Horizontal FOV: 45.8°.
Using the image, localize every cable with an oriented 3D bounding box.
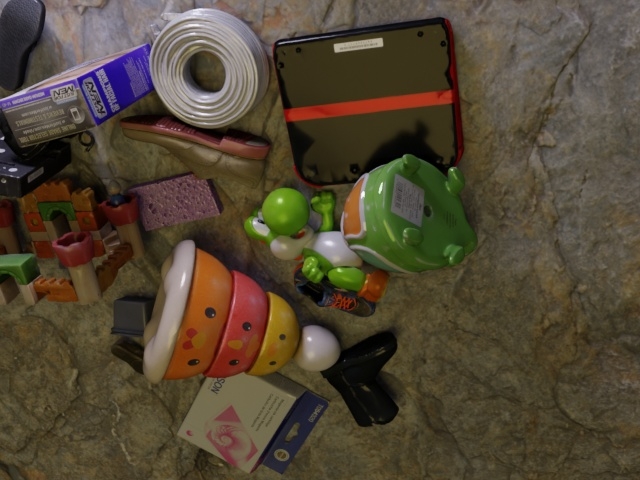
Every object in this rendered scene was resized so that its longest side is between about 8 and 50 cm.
[{"bbox_3d":[-0.243,-0.372,1.649,0.257,0.089,0.257,-4,115,14],"label":"cable"}]

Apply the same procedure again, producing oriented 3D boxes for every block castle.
[{"bbox_3d":[-0.672,-0.006,1.797,0.454,0.303,0.212,-1,116,19],"label":"block castle"}]

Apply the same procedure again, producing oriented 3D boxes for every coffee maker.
[{"bbox_3d":[-0.624,-0.260,1.738,0.171,0.178,0.120,32,119,-4],"label":"coffee maker"}]

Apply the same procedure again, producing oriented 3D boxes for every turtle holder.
[{"bbox_3d":[0.190,-0.046,1.619,0.227,0.320,0.243,-19,83,47],"label":"turtle holder"}]

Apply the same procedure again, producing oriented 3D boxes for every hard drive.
[{"bbox_3d":[-0.798,-0.193,1.777,0.339,0.237,0.064,11,118,6],"label":"hard drive"}]

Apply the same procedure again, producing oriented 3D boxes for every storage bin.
[{"bbox_3d":[-0.478,0.196,1.986,0.135,0.098,0.091,3,100,28],"label":"storage bin"}]

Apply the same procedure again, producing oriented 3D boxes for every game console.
[{"bbox_3d":[0.105,-0.288,1.642,0.387,0.060,0.341,-4,112,14],"label":"game console"}]

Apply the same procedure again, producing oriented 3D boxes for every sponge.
[{"bbox_3d":[-0.352,-0.098,1.843,0.210,0.031,0.117,-11,113,18],"label":"sponge"}]

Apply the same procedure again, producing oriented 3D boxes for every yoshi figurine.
[{"bbox_3d":[0.001,-0.007,1.734,0.362,0.203,0.203,22,103,4],"label":"yoshi figurine"}]

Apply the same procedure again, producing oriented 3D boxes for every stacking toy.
[{"bbox_3d":[-0.171,0.214,1.853,0.480,0.350,0.350,14,120,-15],"label":"stacking toy"}]

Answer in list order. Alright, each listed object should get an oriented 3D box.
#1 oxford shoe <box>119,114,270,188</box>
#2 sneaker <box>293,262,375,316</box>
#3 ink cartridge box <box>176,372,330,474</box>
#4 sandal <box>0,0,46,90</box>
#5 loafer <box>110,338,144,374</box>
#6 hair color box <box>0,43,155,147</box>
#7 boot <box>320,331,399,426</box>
[{"bbox_3d":[-0.294,-0.200,1.723,0.348,0.123,0.130,15,114,5],"label":"oxford shoe"},{"bbox_3d":[0.028,0.137,1.846,0.221,0.087,0.083,22,119,1],"label":"sneaker"},{"bbox_3d":[-0.190,0.491,2.083,0.330,0.071,0.324,28,118,-1],"label":"ink cartridge box"},{"bbox_3d":[-0.689,-0.459,1.732,0.097,0.054,0.254,40,127,-1],"label":"sandal"},{"bbox_3d":[-0.505,0.316,2.076,0.056,0.050,0.148,-29,122,27],"label":"loafer"},{"bbox_3d":[-0.488,-0.312,1.590,0.185,0.339,0.110,-11,114,18],"label":"hair color box"},{"bbox_3d":[0.143,0.359,1.925,0.246,0.094,0.207,-31,103,31],"label":"boot"}]
